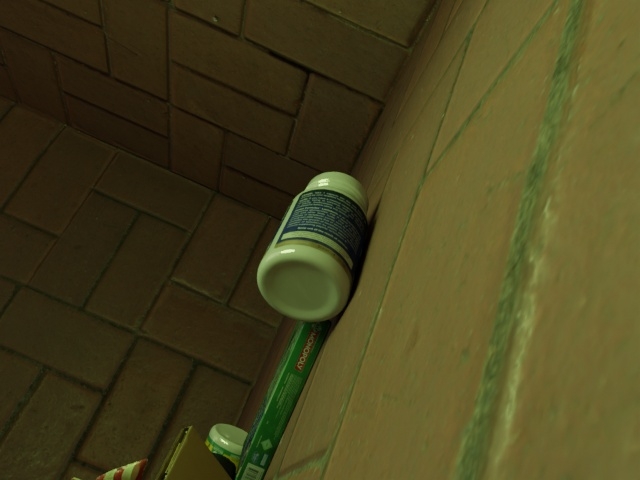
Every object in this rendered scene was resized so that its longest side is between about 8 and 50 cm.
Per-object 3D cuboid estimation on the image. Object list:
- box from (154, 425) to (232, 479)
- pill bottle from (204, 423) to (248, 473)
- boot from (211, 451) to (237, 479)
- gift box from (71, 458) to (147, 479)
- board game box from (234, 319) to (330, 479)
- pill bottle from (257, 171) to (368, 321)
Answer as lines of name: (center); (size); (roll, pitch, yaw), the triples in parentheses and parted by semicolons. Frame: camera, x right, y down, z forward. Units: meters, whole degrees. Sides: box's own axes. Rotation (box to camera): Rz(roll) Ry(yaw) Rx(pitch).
box: (-0.179, 0.407, 0.877); (0.021, 0.201, 0.164); (-16, 27, 23)
pill bottle: (-0.225, 0.521, 1.293); (0.117, 0.117, 0.208); (-176, 111, -88)
boot: (-0.236, 0.543, 0.908); (0.367, 0.146, 0.445); (116, 177, -57)
gift box: (-0.206, 0.399, 0.649); (0.276, 0.255, 0.258); (-63, 9, -27)
board game box: (-0.070, 0.280, 1.118); (0.213, 0.046, 0.317); (146, 148, -87)
pill bottle: (0.000, 0.000, 1.021); (0.264, 0.153, 0.153); (-68, 3, -50)
